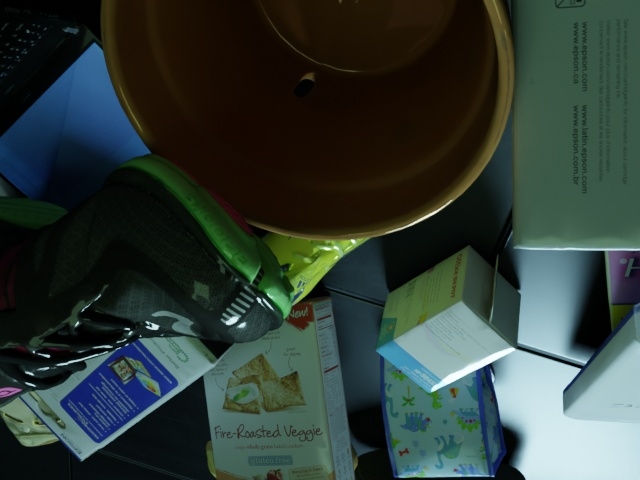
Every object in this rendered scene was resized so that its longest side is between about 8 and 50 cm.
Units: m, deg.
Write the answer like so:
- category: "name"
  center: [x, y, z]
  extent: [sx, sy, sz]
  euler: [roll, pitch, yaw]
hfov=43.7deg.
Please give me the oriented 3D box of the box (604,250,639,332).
- category: "box"
  center: [0.352, -0.045, 0.682]
  extent: [0.214, 0.117, 0.242]
  euler: [-3, 128, 19]

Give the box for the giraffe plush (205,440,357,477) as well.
- category: "giraffe plush"
  center: [-0.037, 0.321, 1.081]
  extent: [0.210, 0.181, 0.170]
  euler: [-35, 143, 3]

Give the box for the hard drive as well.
- category: "hard drive"
  center: [0.367, 0.130, 0.763]
  extent: [0.210, 0.040, 0.318]
  euler: [2, 158, 7]

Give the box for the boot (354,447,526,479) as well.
- category: "boot"
  center: [0.163, 0.377, 1.108]
  extent: [0.237, 0.085, 0.178]
  euler: [2, 131, 14]

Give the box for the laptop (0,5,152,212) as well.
- category: "laptop"
  center: [-0.298, -0.094, 0.751]
  extent: [0.234, 0.264, 0.136]
  euler: [-31, 78, 34]

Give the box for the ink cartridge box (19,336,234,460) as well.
- category: "ink cartridge box"
  center: [-0.260, 0.137, 0.961]
  extent: [0.175, 0.069, 0.371]
  euler: [48, 130, -4]

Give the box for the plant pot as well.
- category: "plant pot"
  center: [0.008, -0.173, 0.624]
  extent: [0.291, 0.203, 0.290]
  euler: [9, 130, 11]

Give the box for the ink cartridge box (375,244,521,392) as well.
- category: "ink cartridge box"
  center: [0.146, 0.083, 0.865]
  extent: [0.090, 0.092, 0.143]
  euler: [41, 128, -18]

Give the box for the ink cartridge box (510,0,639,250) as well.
- category: "ink cartridge box"
  center: [0.297, -0.154, 0.538]
  extent: [0.330, 0.071, 0.323]
  euler: [0, 94, 17]

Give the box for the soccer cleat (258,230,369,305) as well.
- category: "soccer cleat"
  center: [0.001, 0.001, 0.822]
  extent: [0.093, 0.121, 0.289]
  euler: [38, 129, -16]

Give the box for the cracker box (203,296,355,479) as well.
- category: "cracker box"
  center: [-0.054, 0.190, 0.952]
  extent: [0.156, 0.067, 0.232]
  euler: [-8, 88, 22]

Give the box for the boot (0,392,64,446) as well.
- category: "boot"
  center: [-0.394, 0.184, 1.114]
  extent: [0.262, 0.095, 0.203]
  euler: [-18, 120, 33]

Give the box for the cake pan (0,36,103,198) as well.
- category: "cake pan"
  center: [-0.226, -0.091, 0.860]
  extent: [0.293, 0.054, 0.293]
  euler: [9, 130, 10]

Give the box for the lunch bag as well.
- category: "lunch bag"
  center: [0.145, 0.201, 0.964]
  extent: [0.129, 0.096, 0.151]
  euler: [-10, 96, 23]

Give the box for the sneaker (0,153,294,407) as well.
- category: "sneaker"
  center: [-0.213, 0.061, 0.679]
  extent: [0.483, 0.202, 0.185]
  euler: [-8, 132, 43]
